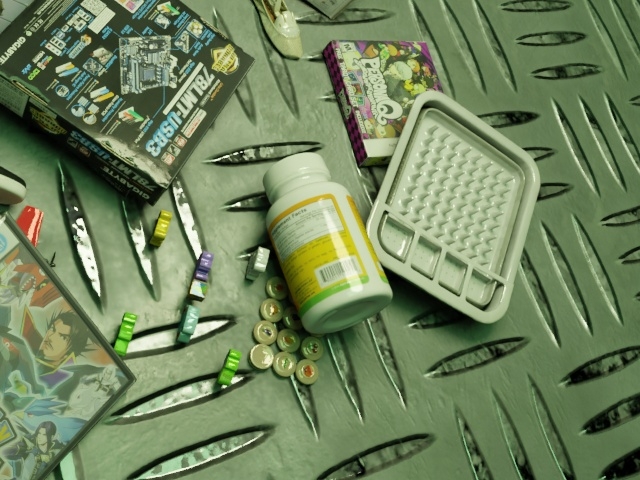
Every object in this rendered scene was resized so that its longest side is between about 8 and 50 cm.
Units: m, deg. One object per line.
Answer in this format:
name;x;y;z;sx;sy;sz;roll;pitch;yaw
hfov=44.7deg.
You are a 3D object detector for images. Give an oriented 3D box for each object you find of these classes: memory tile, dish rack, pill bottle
memory tile;-0.042;0.131;1.145;0.113;0.012;0.148;21;61;-16
dish rack;0.214;-0.052;1.288;0.285;0.072;0.333;30;66;-18
pill bottle;0.000;0.000;1.142;0.136;0.136;0.246;-9;65;-29

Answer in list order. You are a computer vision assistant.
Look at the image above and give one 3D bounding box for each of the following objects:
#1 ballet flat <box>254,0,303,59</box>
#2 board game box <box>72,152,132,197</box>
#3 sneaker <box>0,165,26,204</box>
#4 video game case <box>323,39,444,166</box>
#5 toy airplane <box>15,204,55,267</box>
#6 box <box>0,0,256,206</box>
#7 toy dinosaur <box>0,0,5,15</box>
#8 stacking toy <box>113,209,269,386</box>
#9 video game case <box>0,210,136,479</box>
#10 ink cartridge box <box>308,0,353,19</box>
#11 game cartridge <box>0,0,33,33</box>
ballet flat;-0.075;-0.389;1.330;0.057;0.052;0.168;-25;82;-32
board game box;-0.274;-0.166;1.152;0.126;0.026;0.186;41;57;-5
sneaker;-0.476;-0.135;1.007;0.216;0.079;0.121;19;63;-16
video game case;0.130;-0.247;1.375;0.210;0.042;0.232;-6;71;-29
toy airplane;-0.417;0.006;1.007;0.151;0.028;0.151;11;63;-22
box;-0.281;-0.246;1.116;0.293;0.073;0.296;36;56;-14
toy dinosaur;-0.504;-0.262;0.966;0.313;0.160;0.121;-38;122;-21
stacking toy;-0.177;0.080;1.083;0.166;0.052;0.221;21;63;-15
video game case;-0.374;0.148;0.889;0.248;0.035;0.275;-49;119;-38
ink cartridge box;-0.029;-0.600;1.373;0.309;0.130;0.272;32;58;-22
game cartridge;-0.585;-0.356;1.065;0.355;0.068;0.230;22;57;-16
